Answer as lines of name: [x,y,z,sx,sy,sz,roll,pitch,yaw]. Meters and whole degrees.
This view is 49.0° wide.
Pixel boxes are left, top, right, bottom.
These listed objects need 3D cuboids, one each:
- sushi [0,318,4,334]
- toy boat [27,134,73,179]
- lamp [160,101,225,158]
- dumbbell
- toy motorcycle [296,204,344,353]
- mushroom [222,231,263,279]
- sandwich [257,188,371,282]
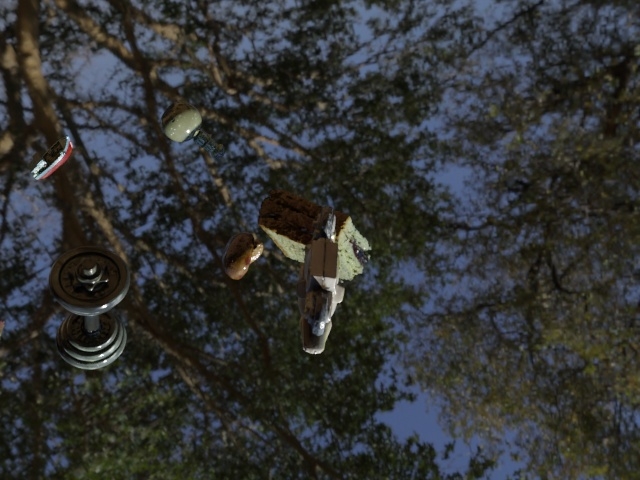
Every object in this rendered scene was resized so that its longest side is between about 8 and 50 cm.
sushi: [-0.904,0.267,1.859,0.241,0.108,0.161,-13,-123,57]
toy boat: [-0.835,-0.259,2.176,0.173,0.059,0.069,-41,-125,2]
lamp: [-0.283,-0.244,1.601,0.091,0.163,0.091,-37,-149,28]
dumbbell: [-0.555,0.168,1.700,0.179,0.406,0.179,8,-127,-11]
toy motorcycle: [-0.003,0.097,1.633,0.108,0.222,0.340,7,-130,-4]
mushroom: [-0.198,0.040,1.756,0.087,0.127,0.127,22,-150,-12]
sandwich: [-0.001,0.000,1.957,0.262,0.325,0.131,21,-104,26]
